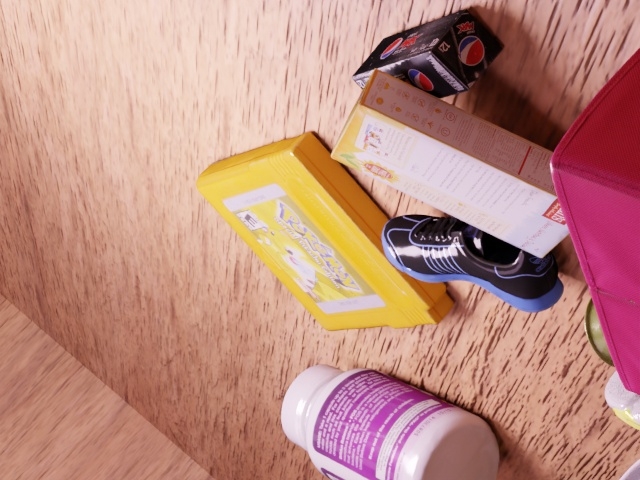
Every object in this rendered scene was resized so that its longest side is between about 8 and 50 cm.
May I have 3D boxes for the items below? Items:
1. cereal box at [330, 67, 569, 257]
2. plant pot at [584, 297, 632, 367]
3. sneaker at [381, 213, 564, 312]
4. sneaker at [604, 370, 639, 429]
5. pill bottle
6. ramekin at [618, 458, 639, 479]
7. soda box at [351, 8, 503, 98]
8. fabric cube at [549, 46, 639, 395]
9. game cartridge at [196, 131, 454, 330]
[{"bbox_3d":[0.137,-0.070,1.630,0.240,0.047,0.173,25,163,-3],"label":"cereal box"},{"bbox_3d":[0.316,0.077,1.662,0.083,0.083,0.079,48,147,-12],"label":"plant pot"},{"bbox_3d":[0.154,0.001,1.808,0.232,0.081,0.090,18,146,37],"label":"sneaker"},{"bbox_3d":[0.396,0.193,1.707,0.240,0.091,0.126,14,145,52],"label":"sneaker"},{"bbox_3d":[0.087,0.273,2.343,0.301,0.169,0.169,21,151,45],"label":"pill bottle"},{"bbox_3d":[0.402,0.317,1.792,0.109,0.207,0.207,44,162,-29],"label":"ramekin"},{"bbox_3d":[0.097,-0.166,1.592,0.053,0.060,0.169,45,161,-16],"label":"soda box"},{"bbox_3d":[0.350,-0.014,1.137,0.258,0.254,0.259,25,153,41],"label":"fabric cube"},{"bbox_3d":[0.000,0.000,2.128,0.285,0.053,0.323,48,161,-13],"label":"game cartridge"}]
